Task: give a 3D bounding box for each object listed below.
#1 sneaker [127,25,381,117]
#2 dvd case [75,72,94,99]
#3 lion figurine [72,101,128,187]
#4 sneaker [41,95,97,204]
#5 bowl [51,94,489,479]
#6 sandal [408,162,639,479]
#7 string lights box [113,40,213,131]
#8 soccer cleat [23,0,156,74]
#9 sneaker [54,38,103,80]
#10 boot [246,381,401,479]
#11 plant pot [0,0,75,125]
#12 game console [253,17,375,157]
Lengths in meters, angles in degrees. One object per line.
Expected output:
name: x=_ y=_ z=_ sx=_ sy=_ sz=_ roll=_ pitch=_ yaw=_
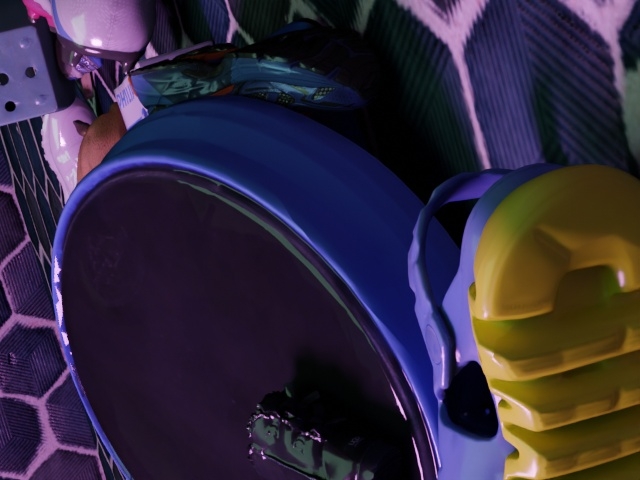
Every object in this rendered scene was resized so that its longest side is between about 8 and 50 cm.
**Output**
sneaker: x=-0.038 y=-0.092 z=0.963 sx=0.221 sy=0.083 sz=0.087 roll=1 pitch=112 yaw=49
dvd case: x=-0.336 y=-0.315 z=1.826 sx=0.221 sy=0.018 sz=0.164 roll=87 pitch=158 yaw=-43
lion figurine: x=-0.204 y=-0.021 z=1.521 sx=0.240 sy=0.142 sz=0.392 roll=111 pitch=139 yaw=-61
sneaker: x=-0.296 y=-0.081 z=1.863 sx=0.095 sy=0.090 sz=0.235 roll=29 pitch=141 yaw=47
bowl: x=-0.038 y=0.095 z=0.968 sx=0.391 sy=0.077 sz=0.391 roll=25 pitch=131 yaw=32
sandal: x=0.107 y=0.089 z=0.728 sx=0.138 sy=0.126 sz=0.317 roll=-130 pitch=35 yaw=-57
string lights box: x=-0.107 y=-0.038 z=1.303 sx=0.133 sy=0.076 sz=0.260 roll=166 pitch=85 yaw=-72
soccer cleat: x=-0.220 y=-0.264 z=1.409 sx=0.331 sy=0.116 sz=0.143 roll=-135 pitch=56 yaw=-63
sneaker: x=-0.283 y=-0.258 z=1.670 sx=0.052 sy=0.058 sz=0.135 roll=18 pitch=-120 yaw=-78
boot: x=0.000 y=0.154 z=0.871 sx=0.099 sy=0.045 sz=0.121 roll=20 pitch=121 yaw=34
plant pot: x=-0.386 y=-0.221 z=1.706 sx=0.234 sy=0.165 sz=0.166 roll=-128 pitch=24 yaw=-67
game console: x=0.000 y=0.000 z=1.102 sx=0.250 sy=0.173 sz=0.293 roll=-10 pitch=-99 yaw=-76
